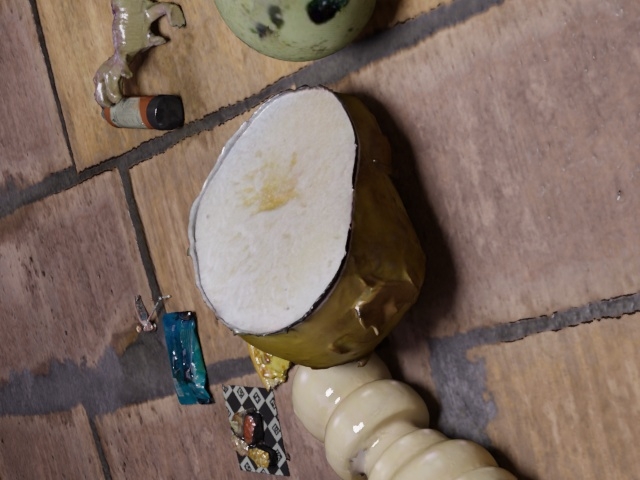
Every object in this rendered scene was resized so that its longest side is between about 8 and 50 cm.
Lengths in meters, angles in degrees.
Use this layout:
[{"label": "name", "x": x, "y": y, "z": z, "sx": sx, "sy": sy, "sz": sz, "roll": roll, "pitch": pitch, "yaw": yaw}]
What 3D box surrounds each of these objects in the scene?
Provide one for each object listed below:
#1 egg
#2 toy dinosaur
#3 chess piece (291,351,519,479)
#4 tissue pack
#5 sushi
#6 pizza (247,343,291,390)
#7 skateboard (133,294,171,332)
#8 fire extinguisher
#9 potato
[{"label": "egg", "x": -0.035, "y": -0.287, "z": 1.300, "sx": 0.228, "sy": 0.177, "sz": 0.177, "roll": 45, "pitch": 134, "yaw": 51}, {"label": "toy dinosaur", "x": -0.276, "y": -0.319, "z": 1.655, "sx": 0.199, "sy": 0.072, "sz": 0.251, "roll": -20, "pitch": 85, "yaw": 50}, {"label": "chess piece", "x": 0.078, "y": 0.232, "z": 1.357, "sx": 0.300, "sy": 0.167, "sz": 0.167, "roll": 47, "pitch": 133, "yaw": 40}, {"label": "tissue pack", "x": -0.195, "y": 0.170, "z": 1.748, "sx": 0.085, "sy": 0.028, "sz": 0.138, "roll": -9, "pitch": 91, "yaw": 51}, {"label": "sushi", "x": -0.099, "y": 0.261, "z": 1.659, "sx": 0.120, "sy": 0.026, "sz": 0.126, "roll": -7, "pitch": 96, "yaw": 52}, {"label": "pizza", "x": -0.063, "y": 0.131, "z": 1.577, "sx": 0.108, "sy": 0.026, "sz": 0.123, "roll": -22, "pitch": 83, "yaw": 49}, {"label": "skateboard", "x": -0.252, "y": 0.091, "z": 1.791, "sx": 0.083, "sy": 0.032, "sz": 0.064, "roll": -53, "pitch": 51, "yaw": 47}, {"label": "fire extinguisher", "x": -0.260, "y": -0.182, "z": 1.697, "sx": 0.177, "sy": 0.050, "sz": 0.062, "roll": 9, "pitch": 126, "yaw": 48}, {"label": "potato", "x": 0.000, "y": 0.000, "z": 1.347, "sx": 0.246, "sy": 0.196, "sz": 0.300, "roll": -15, "pitch": 59, "yaw": 31}]
